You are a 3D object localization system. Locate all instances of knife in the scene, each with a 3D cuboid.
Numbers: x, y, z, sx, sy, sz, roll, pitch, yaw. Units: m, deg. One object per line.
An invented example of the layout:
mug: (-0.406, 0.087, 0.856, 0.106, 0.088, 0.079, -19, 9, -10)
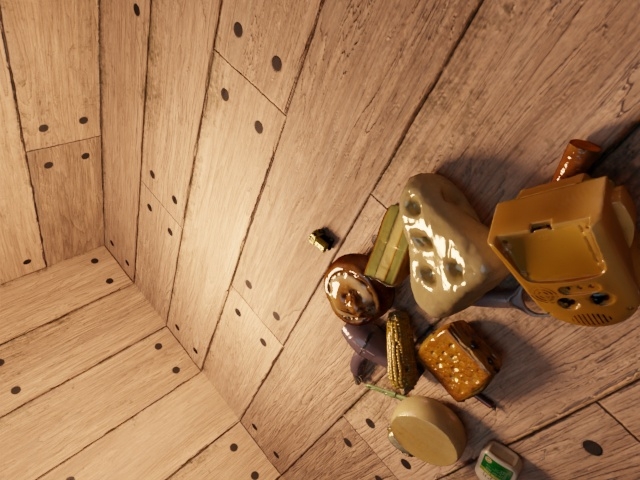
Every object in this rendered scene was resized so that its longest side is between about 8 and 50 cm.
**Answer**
knife: (0.455, 0.143, 1.176, 0.278, 0.053, 0.123, -8, 101, 47)
knife: (0.288, 0.558, 1.582, 0.293, 0.019, 0.043, 10, 144, 32)

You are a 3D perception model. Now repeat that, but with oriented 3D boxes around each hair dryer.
hair dryer: (0.189, 0.446, 1.612, 0.301, 0.121, 0.361, 35, 144, 15)

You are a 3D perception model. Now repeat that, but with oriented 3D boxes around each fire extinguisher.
fire extinguisher: (0.495, 0.486, 1.351, 0.083, 0.022, 0.028, 34, 97, 28)

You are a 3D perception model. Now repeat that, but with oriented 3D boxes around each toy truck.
toy truck: (0.000, 0.000, 1.560, 0.083, 0.054, 0.049, 41, 136, 23)

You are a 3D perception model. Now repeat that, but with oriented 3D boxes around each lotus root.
lotus root: (0.314, 0.744, 1.649, 0.165, 0.088, 0.088, 34, 134, 15)

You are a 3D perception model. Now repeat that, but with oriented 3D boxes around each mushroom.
mushroom: (0.123, 0.157, 1.446, 0.253, 0.153, 0.253, 15, 117, 32)

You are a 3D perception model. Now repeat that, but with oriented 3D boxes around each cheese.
cheese: (0.306, 0.032, 1.180, 0.351, 0.130, 0.328, 56, 150, 31)

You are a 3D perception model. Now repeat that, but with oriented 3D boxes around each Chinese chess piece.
Chinese chess piece: (0.359, 0.635, 1.494, 0.251, 0.097, 0.250, 21, 131, 26)

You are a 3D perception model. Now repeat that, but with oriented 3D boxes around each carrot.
carrot: (0.521, -0.112, 0.958, 0.061, 0.061, 0.209, 33, 136, 29)

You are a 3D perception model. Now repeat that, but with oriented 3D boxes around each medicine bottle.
medicine bottle: (0.550, 0.720, 1.396, 0.119, 0.069, 0.183, 26, 130, 31)

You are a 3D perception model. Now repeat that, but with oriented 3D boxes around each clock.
clock: (0.521, 0.038, 0.915, 0.244, 0.200, 0.317, -12, 122, 49)

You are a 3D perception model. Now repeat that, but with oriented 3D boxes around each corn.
corn: (0.256, 0.354, 1.416, 0.097, 0.097, 0.261, -15, 74, 49)

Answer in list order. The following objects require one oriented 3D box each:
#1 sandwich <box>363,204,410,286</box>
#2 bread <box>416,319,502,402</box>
sandwich: (0.207, 0.011, 1.284, 0.117, 0.144, 0.187, 18, 125, 36)
bread: (0.407, 0.346, 1.309, 0.210, 0.099, 0.235, 47, 144, 19)
